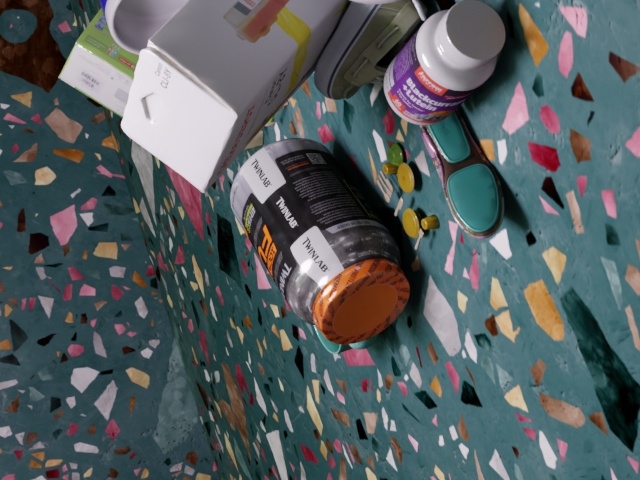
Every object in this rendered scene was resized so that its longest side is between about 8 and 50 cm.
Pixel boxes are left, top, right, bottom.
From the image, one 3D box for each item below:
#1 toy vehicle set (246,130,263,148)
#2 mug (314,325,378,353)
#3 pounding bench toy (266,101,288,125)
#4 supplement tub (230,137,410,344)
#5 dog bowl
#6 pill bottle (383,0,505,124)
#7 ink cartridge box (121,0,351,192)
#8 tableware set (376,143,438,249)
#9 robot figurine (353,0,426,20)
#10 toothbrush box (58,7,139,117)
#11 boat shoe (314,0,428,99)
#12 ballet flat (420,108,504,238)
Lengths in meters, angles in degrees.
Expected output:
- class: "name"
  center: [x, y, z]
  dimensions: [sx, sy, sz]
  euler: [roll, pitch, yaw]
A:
- class: "toy vehicle set"
  center: [-0.250, -0.265, 2.394]
  dimensions: [0.267, 0.166, 0.035]
  euler: [52, 151, 44]
- class: "mug"
  center: [0.055, 0.139, 2.017]
  dimensions: [0.158, 0.097, 0.129]
  euler: [63, 157, 23]
- class: "pounding bench toy"
  center: [-0.095, -0.262, 2.159]
  dimensions: [0.065, 0.052, 0.083]
  euler: [1, 106, 68]
- class: "supplement tub"
  center: [0.000, 0.000, 1.894]
  dimensions: [0.207, 0.207, 0.338]
  euler: [94, 151, -44]
- class: "dog bowl"
  center: [-0.299, -0.484, 2.208]
  dimensions: [0.265, 0.264, 0.104]
  euler: [109, 143, -58]
- class: "pill bottle"
  center: [0.160, -0.228, 1.442]
  dimensions: [0.193, 0.108, 0.108]
  euler: [136, 115, -68]
- class: "ink cartridge box"
  center: [-0.092, -0.289, 1.626]
  dimensions: [0.160, 0.385, 0.279]
  euler: [39, 155, 1]
- class: "tableware set"
  center: [0.138, -0.072, 1.751]
  dimensions: [0.154, 0.024, 0.104]
  euler: [62, 154, 30]
- class: "robot figurine"
  center: [0.053, -0.446, 1.420]
  dimensions: [0.300, 0.199, 0.354]
  euler: [19, -135, -64]
- class: "toothbrush box"
  center: [-0.383, -0.402, 2.361]
  dimensions: [0.122, 0.206, 0.283]
  euler: [-47, 16, 47]
- class: "boat shoe"
  center: [0.068, -0.277, 1.649]
  dimensions: [0.094, 0.109, 0.302]
  euler: [44, 157, 6]
- class: "ballet flat"
  center: [0.193, -0.090, 1.537]
  dimensions: [0.079, 0.076, 0.222]
  euler: [73, 176, -64]
